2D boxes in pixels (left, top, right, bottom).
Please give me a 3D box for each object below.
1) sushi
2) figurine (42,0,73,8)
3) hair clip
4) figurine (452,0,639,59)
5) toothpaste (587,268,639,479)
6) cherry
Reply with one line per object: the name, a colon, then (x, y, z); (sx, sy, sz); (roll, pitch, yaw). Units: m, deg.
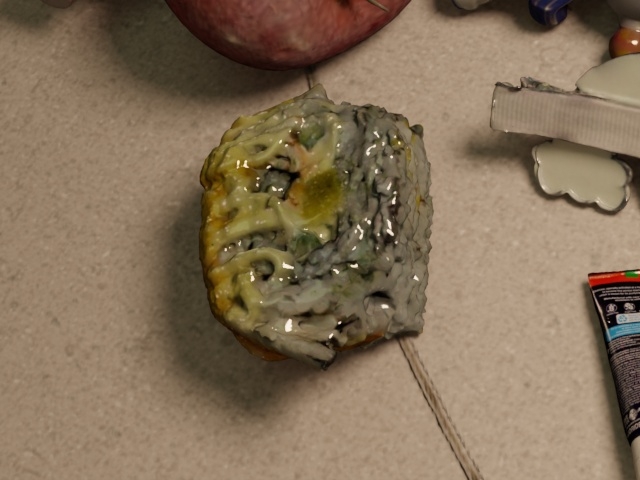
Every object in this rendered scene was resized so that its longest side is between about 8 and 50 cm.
sushi: (0.000, 0.000, 1.252); (0.184, 0.139, 0.274); (-7, 65, 20)
figurine: (-0.191, -0.344, 1.496); (0.158, 0.161, 0.275); (43, 88, 18)
hair clip: (0.246, -0.085, 1.219); (0.220, 0.054, 0.140); (17, 112, 27)
figurine: (0.241, -0.264, 1.307); (0.274, 0.133, 0.194); (26, 89, 32)
toothpaste: (0.256, 0.102, 1.165); (0.071, 0.045, 0.194); (-8, 55, 7)
cherry: (-0.035, -0.287, 1.361); (0.261, 0.221, 0.307); (-33, 64, -10)
